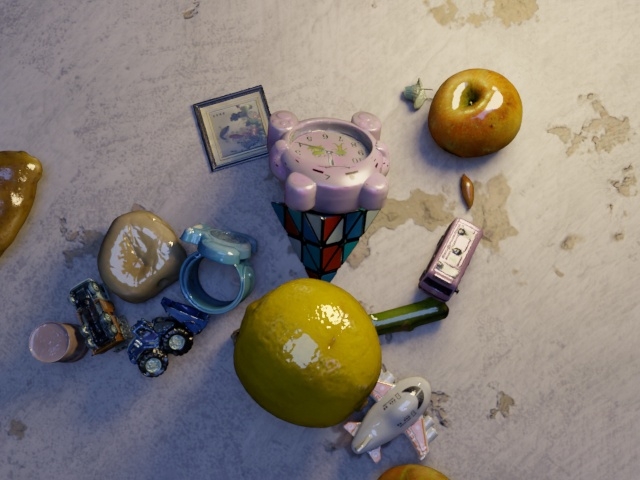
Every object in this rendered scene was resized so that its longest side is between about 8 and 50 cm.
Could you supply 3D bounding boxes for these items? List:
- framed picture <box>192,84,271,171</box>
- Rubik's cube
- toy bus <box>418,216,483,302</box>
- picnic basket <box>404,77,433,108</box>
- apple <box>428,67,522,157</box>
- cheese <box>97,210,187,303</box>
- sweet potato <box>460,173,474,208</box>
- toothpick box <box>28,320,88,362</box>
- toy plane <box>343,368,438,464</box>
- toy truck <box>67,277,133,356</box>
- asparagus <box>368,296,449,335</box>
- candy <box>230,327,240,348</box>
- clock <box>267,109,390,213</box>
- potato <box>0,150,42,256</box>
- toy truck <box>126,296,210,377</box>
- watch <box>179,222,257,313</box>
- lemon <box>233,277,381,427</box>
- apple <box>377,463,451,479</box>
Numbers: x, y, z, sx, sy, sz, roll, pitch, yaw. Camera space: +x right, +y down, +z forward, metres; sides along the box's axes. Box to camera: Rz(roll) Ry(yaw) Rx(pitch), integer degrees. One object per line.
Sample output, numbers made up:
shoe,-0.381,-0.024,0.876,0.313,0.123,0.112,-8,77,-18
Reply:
framed picture,-0.221,-0.299,1.871,0.195,0.010,0.199,-17,81,-3
Rubik's cube,0.000,0.000,1.709,0.284,0.234,0.250,8,81,1
toy bus,0.324,0.048,1.750,0.096,0.108,0.199,29,66,5
picnic basket,0.264,-0.387,1.865,0.083,0.065,0.083,4,75,22
apple,0.394,-0.314,1.794,0.237,0.207,0.236,-6,69,15
cheese,-0.442,0.039,1.761,0.218,0.117,0.235,1,84,-2
sweet potato,0.382,-0.129,1.832,0.034,0.034,0.095,-11,82,-2
toothpick box,-0.628,0.246,1.707,0.099,0.149,0.098,0,80,0
toy plane,0.169,0.422,1.697,0.245,0.117,0.244,0,80,1
toy truck,-0.535,0.186,1.732,0.080,0.115,0.177,-30,75,10
asparagus,0.182,0.199,1.765,0.278,0.060,0.067,-13,100,-2
candy,-0.171,0.253,1.742,0.095,0.085,0.110,-22,91,-15
clock,0.022,-0.194,1.718,0.296,0.113,0.322,-1,41,-9
potato,-0.844,-0.074,1.763,0.196,0.176,0.369,26,76,31
toy truck,-0.376,0.221,1.716,0.208,0.113,0.126,-41,108,-10
watch,-0.258,0.074,1.739,0.211,0.211,0.193,17,103,3
lemon,-0.026,0.254,1.597,0.348,0.348,0.347,0,80,0
apple,0.228,0.651,1.626,0.226,0.246,0.246,37,82,-13
